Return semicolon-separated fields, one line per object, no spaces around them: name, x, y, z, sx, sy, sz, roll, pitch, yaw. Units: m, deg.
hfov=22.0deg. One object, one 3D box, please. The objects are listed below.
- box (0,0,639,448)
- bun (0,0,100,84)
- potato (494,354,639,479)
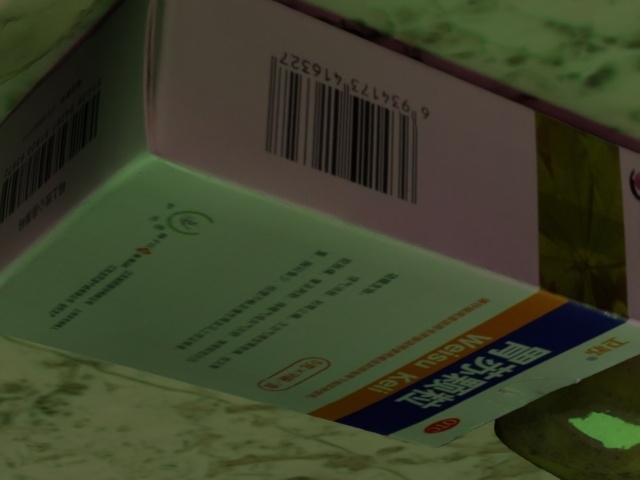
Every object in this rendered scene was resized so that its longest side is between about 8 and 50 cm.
box;0.000;0.000;0.820;0.299;0.106;0.200;20;148;-29
bun;-0.142;-0.153;0.472;0.239;0.141;0.239;3;108;10
potato;0.213;0.110;1.020;0.251;0.113;0.149;23;152;-21
